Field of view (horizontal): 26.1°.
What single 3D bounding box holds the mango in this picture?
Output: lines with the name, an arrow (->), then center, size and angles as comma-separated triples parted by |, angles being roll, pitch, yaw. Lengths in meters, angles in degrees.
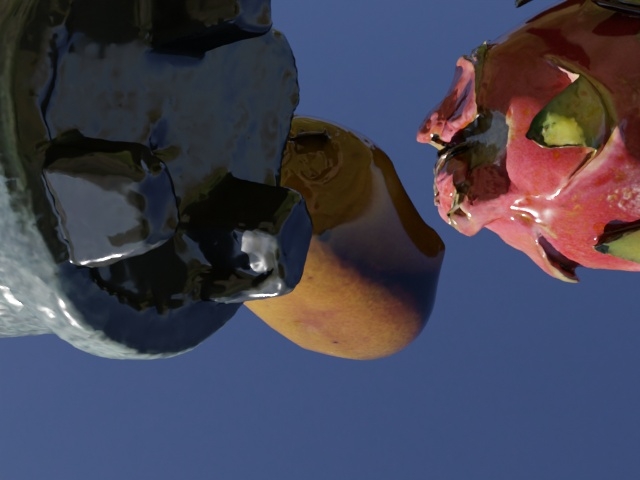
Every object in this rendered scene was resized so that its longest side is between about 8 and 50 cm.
mango -> 0.000, 0.000, 1.182 | 0.201, 0.287, 0.153 | -10, -121, 21

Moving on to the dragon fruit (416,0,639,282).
dragon fruit -> 0.230, -0.110, 1.313 | 0.225, 0.305, 0.305 | 7, -145, -23

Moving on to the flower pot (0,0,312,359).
flower pot -> -0.143, -0.072, 0.934 | 0.282, 0.299, 0.299 | -4, -146, 37
